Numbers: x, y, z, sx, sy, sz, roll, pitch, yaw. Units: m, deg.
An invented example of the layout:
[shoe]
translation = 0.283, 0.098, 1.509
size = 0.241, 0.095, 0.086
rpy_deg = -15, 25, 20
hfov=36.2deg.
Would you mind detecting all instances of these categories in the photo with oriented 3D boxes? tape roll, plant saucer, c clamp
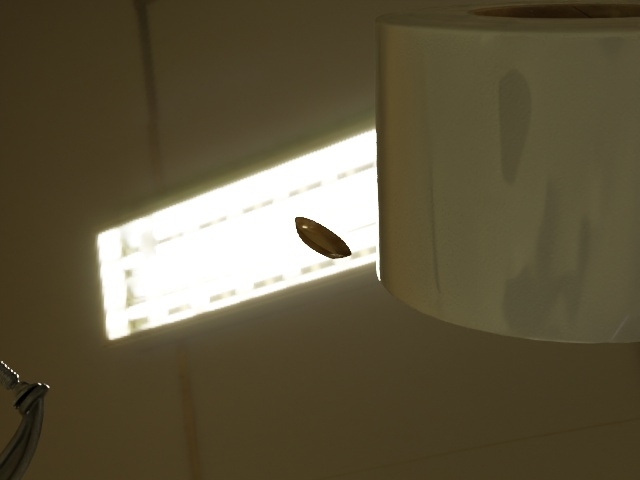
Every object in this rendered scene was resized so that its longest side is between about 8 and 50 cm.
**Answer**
[tape roll]
translation = 0.155, -0.059, 0.614
size = 0.246, 0.246, 0.169
rpy_deg = 11, -69, 33
[plant saucer]
translation = 0.000, 0.000, 1.204
size = 0.083, 0.083, 0.015
rpy_deg = 43, -71, 29
[c clamp]
translation = -0.225, 0.077, 0.589
size = 0.160, 0.022, 0.137
rpy_deg = 43, -86, 6
